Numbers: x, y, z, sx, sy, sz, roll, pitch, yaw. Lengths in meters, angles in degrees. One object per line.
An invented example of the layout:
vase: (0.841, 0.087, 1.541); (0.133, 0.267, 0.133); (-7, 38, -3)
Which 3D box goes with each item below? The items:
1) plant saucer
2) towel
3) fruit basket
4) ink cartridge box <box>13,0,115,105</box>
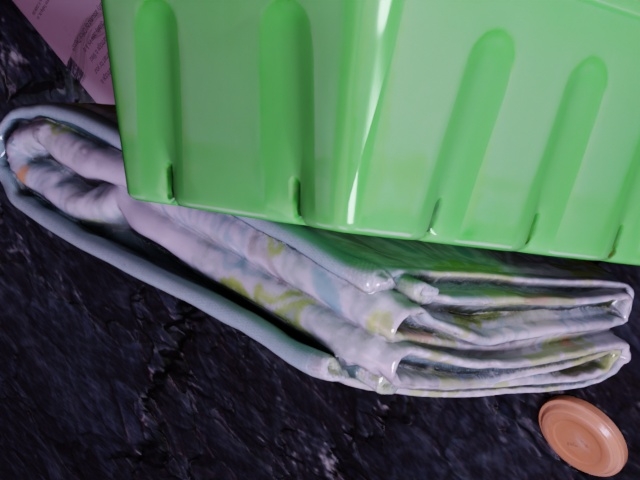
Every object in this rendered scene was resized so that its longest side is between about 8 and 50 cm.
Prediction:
plant saucer: (0.219, 0.166, 1.220); (0.083, 0.013, 0.083); (31, 144, 26)
towel: (0.000, 0.000, 1.012); (0.374, 0.321, 0.090); (29, 106, 37)
fruit basket: (0.063, -0.182, 0.810); (0.283, 0.392, 0.392); (10, 131, 44)
ink cartridge box: (-0.155, -0.206, 1.186); (0.237, 0.100, 0.172); (50, 147, -2)
